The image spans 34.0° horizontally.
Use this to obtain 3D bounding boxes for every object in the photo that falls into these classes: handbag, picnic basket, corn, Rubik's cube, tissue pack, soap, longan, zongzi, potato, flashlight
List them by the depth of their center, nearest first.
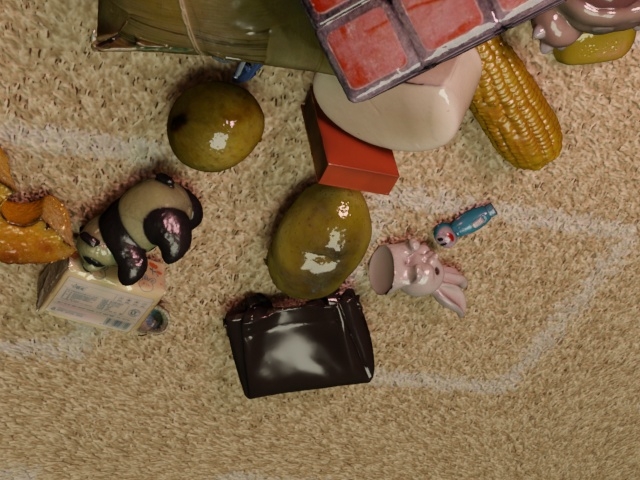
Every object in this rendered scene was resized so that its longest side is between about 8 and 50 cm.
[{"bbox_3d":[0.125,-0.372,1.303,0.304,0.301,0.305,-24,94,14],"label":"Rubik's cube"},{"bbox_3d":[-0.101,-0.391,1.318,0.418,0.181,0.447,13,147,-4],"label":"zongzi"},{"bbox_3d":[-0.159,-0.176,1.653,0.155,0.145,0.176,12,177,42],"label":"longan"},{"bbox_3d":[0.045,-0.163,1.678,0.127,0.190,0.063,8,136,-23],"label":"handbag"},{"bbox_3d":[0.449,-0.327,1.706,0.140,0.045,0.089,-8,142,-5],"label":"soap"},{"bbox_3d":[0.296,-0.237,1.715,0.120,0.120,0.363,-30,134,19],"label":"corn"},{"bbox_3d":[0.000,0.000,1.892,0.169,0.143,0.248,13,124,-21],"label":"potato"},{"bbox_3d":[-0.403,0.084,1.917,0.196,0.092,0.148,18,131,-32],"label":"tissue pack"},{"bbox_3d":[0.275,-0.032,1.995,0.129,0.051,0.051,-32,136,12],"label":"flashlight"},{"bbox_3d":[-0.331,0.151,2.030,0.083,0.065,0.083,9,-177,24],"label":"picnic basket"},{"bbox_3d":[-0.041,0.202,2.125,0.285,0.113,0.257,-8,133,5],"label":"handbag"}]

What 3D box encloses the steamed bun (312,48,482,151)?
[{"bbox_3d":[0.118,-0.233,1.594,0.242,0.146,0.164,12,148,24],"label":"steamed bun"}]

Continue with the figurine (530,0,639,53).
[{"bbox_3d":[0.396,-0.453,1.456,0.248,0.203,0.380,-19,127,-16],"label":"figurine"}]

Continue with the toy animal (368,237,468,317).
[{"bbox_3d":[0.218,0.067,2.043,0.221,0.103,0.131,11,133,-25],"label":"toy animal"}]

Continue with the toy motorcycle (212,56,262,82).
[{"bbox_3d":[-0.067,-0.311,1.581,0.205,0.076,0.114,-25,144,15],"label":"toy motorcycle"}]

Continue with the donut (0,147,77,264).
[{"bbox_3d":[-0.537,-0.051,1.726,0.152,0.101,0.259,-23,139,13],"label":"donut"}]

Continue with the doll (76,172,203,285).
[{"bbox_3d":[-0.313,-0.019,1.801,0.234,0.143,0.135,-30,112,21],"label":"doll"}]
